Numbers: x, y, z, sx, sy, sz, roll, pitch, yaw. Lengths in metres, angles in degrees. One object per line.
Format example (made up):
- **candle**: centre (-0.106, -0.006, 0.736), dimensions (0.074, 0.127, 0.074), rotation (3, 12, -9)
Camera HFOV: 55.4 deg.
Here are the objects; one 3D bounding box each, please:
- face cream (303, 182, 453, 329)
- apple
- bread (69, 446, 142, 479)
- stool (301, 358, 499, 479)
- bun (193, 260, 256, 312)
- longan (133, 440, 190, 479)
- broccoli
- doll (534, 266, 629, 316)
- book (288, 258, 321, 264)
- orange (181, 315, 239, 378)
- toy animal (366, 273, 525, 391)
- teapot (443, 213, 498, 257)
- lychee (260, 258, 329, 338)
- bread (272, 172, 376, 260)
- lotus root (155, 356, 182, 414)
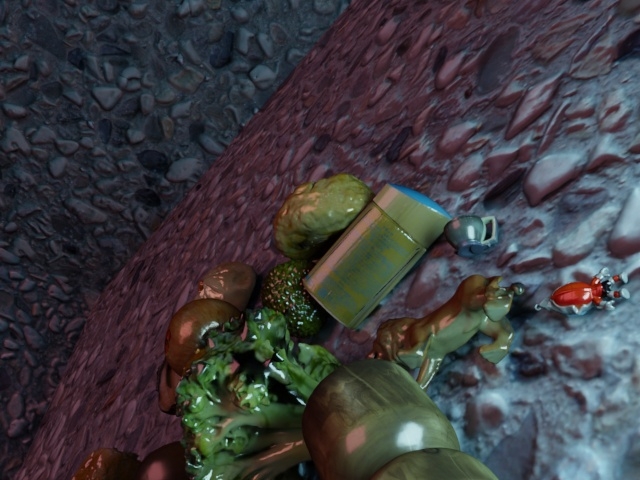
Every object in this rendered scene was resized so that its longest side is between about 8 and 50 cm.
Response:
- **face cream**: centre (0.103, 0.021, 1.141), dimensions (0.285, 0.139, 0.067), rotation (-49, -11, 12)
- **apple**: centre (-0.267, 0.243, 1.458), dimensions (0.188, 0.211, 0.211), rotation (0, 58, 61)
- **bread**: centre (-0.492, 0.609, 1.407), dimensions (0.176, 0.195, 0.246), rotation (-26, 34, 38)
- **stool**: centre (0.093, 0.280, 0.732), dimensions (0.179, 0.179, 0.264), rotation (-53, 22, 4)
- **bun**: centre (-0.279, 0.148, 1.702), dimensions (0.220, 0.134, 0.220), rotation (-46, 26, 30)
- **longan**: centre (-0.272, 0.475, 1.183), dimensions (0.189, 0.189, 0.189), rotation (-43, 25, 26)
- **broccoli**: centre (-0.078, 0.280, 0.989), dimensions (0.281, 0.293, 0.348), rotation (0, 61, 17)
- **doll**: centre (0.322, 0.069, 0.755), dimensions (0.114, 0.039, 0.057), rotation (-23, 66, 35)
- **book**: centre (-0.001, 0.000, 1.511), dimensions (0.242, 0.018, 0.170), rotation (-44, 24, 24)
- **orange**: centre (-0.171, 0.273, 1.284), dimensions (0.237, 0.158, 0.179), rotation (-48, 36, 17)
- **toy animal**: centre (0.180, 0.125, 0.894), dimensions (0.312, 0.097, 0.157), rotation (-39, 21, 29)
- **teapot**: centre (0.248, -0.008, 0.991), dimensions (0.088, 0.066, 0.057), rotation (-20, 56, 19)
- **lychee**: centre (-0.047, 0.122, 1.258), dimensions (0.171, 0.171, 0.171), rotation (-43, 25, 26)
- **bread**: centre (0.014, -0.051, 1.265), dimensions (0.244, 0.244, 0.134), rotation (-30, 67, 46)
- **lotus root**: centre (-0.359, 0.359, 1.656), dimensions (0.167, 0.078, 0.329), rotation (-28, 25, 4)
